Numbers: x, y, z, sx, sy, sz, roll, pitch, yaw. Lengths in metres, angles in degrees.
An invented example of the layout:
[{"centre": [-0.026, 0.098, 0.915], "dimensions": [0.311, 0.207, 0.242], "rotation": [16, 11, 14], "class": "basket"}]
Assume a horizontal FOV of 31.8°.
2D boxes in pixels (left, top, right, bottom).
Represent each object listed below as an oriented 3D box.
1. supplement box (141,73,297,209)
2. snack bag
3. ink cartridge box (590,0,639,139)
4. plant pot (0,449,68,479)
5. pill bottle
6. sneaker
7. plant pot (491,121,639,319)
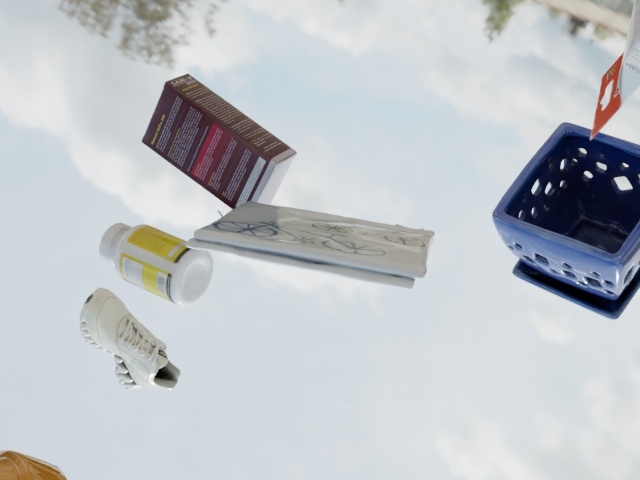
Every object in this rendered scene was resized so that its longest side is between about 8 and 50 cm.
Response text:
[{"centre": [-0.172, -0.157, 1.878], "dimensions": [0.239, 0.130, 0.073], "rotation": [37, -147, 11], "class": "supplement box"}, {"centre": [0.000, 0.000, 1.638], "dimensions": [0.323, 0.037, 0.342], "rotation": [9, -169, 6], "class": "snack bag"}, {"centre": [0.447, -0.280, 1.610], "dimensions": [0.066, 0.232, 0.189], "rotation": [34, -137, -9], "class": "ink cartridge box"}, {"centre": [-0.401, 0.308, 1.196], "dimensions": [0.188, 0.205, 0.205], "rotation": [32, -164, -38], "class": "plant pot"}, {"centre": [-0.277, 0.033, 1.872], "dimensions": [0.184, 0.103, 0.103], "rotation": [22, -166, 28], "class": "pill bottle"}, {"centre": [-0.353, 0.190, 2.113], "dimensions": [0.118, 0.110, 0.292], "rotation": [13, 150, 28], "class": "sneaker"}, {"centre": [0.448, -0.021, 1.857], "dimensions": [0.236, 0.236, 0.212], "rotation": [25, 152, 31], "class": "plant pot"}]
